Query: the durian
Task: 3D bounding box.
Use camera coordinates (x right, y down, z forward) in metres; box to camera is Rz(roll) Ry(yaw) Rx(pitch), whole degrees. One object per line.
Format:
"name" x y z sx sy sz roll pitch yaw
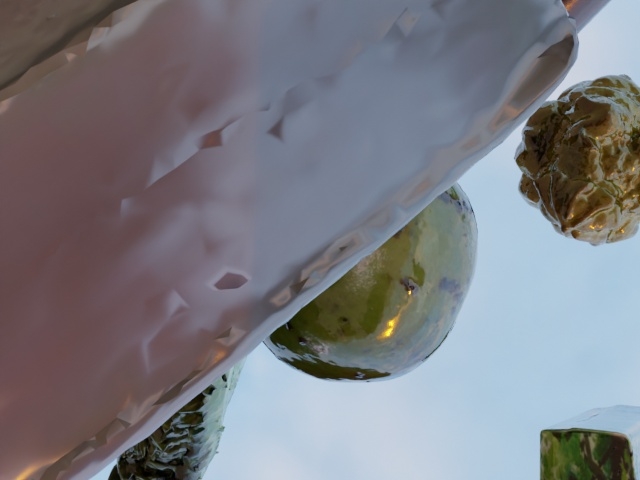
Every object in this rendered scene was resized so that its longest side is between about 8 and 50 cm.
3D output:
"durian" -0.094 0.065 0.975 0.107 0.132 0.375 25 -49 2

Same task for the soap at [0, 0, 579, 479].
"soap" -0.131 -0.048 0.428 0.285 0.107 0.296 -39 -135 -12

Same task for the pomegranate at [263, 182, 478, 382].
"pomegranate" 0.000 0.000 0.706 0.114 0.142 0.114 -49 -157 30

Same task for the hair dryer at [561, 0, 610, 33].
"hair dryer" 0.308 -0.175 0.898 0.340 0.123 0.312 37 -73 4

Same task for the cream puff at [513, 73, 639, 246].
"cream puff" 0.218 -0.067 1.329 0.146 0.116 0.146 -2 -93 32

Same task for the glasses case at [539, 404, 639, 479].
"glasses case" 0.201 0.168 1.122 0.062 0.272 0.095 -1 -92 17

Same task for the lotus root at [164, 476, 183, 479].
"lotus root" -0.041 0.250 0.900 0.188 0.199 0.180 27 -95 1
